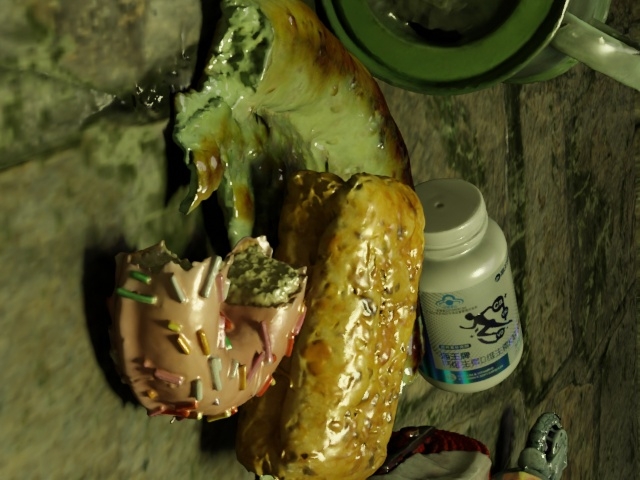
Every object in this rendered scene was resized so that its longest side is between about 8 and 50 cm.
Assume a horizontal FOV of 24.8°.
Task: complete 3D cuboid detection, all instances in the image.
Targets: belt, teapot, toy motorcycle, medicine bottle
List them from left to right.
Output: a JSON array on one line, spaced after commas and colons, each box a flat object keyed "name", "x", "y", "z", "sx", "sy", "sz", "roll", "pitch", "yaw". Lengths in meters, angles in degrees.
[{"name": "belt", "x": 0.068, "y": 0.215, "z": 1.160, "sx": 0.201, "sy": 0.128, "sz": 0.124, "roll": -26, "pitch": 115, "yaw": -66}, {"name": "medicine bottle", "x": 0.123, "y": 0.041, "z": 1.334, "sx": 0.107, "sy": 0.107, "sz": 0.191, "roll": -68, "pitch": 152, "yaw": -45}, {"name": "teapot", "x": 0.166, "y": -0.210, "z": 1.240, "sx": 0.200, "sy": 0.270, "sz": 0.337, "roll": -62, "pitch": 167, "yaw": 14}, {"name": "toy motorcycle", "x": 0.253, "y": 0.364, "z": 1.728, "sx": 0.173, "sy": 0.108, "sz": 0.307, "roll": -23, "pitch": 113, "yaw": -59}]

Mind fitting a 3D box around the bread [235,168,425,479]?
[{"name": "bread", "x": 0.010, "y": 0.058, "z": 0.962, "sx": 0.114, "sy": 0.083, "sz": 0.211, "roll": 11, "pitch": 87, "yaw": -59}]

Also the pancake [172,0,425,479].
[{"name": "pancake", "x": 0.002, "y": -0.003, "z": 1.060, "sx": 0.305, "sy": 0.066, "sz": 0.427, "roll": -63, "pitch": 149, "yaw": -48}]

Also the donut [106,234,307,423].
[{"name": "donut", "x": -0.065, "y": 0.056, "z": 0.852, "sx": 0.166, "sy": 0.065, "sz": 0.117, "roll": -5, "pitch": 107, "yaw": -61}]
